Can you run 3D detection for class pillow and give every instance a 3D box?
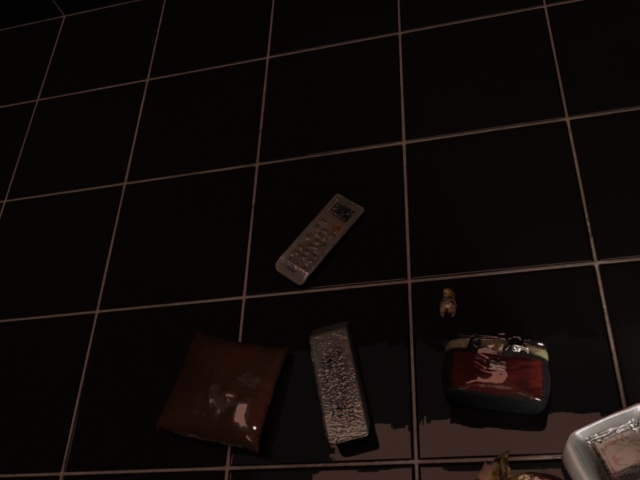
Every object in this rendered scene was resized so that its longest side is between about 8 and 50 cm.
[{"bbox_3d":[-0.262,0.401,1.893,0.307,0.108,0.306,7,57,19],"label":"pillow"}]

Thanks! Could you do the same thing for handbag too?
[{"bbox_3d":[0.425,0.309,1.684,0.254,0.181,0.182,2,62,16],"label":"handbag"}]

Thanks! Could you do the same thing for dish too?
[{"bbox_3d":[0.666,0.481,1.568,0.234,0.064,0.154,-23,55,2],"label":"dish"}]

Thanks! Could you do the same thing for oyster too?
[{"bbox_3d":[0.395,0.597,1.575,0.071,0.133,0.209,17,50,-15],"label":"oyster"}]

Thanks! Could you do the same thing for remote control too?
[{"bbox_3d":[0.000,0.000,2.091,0.109,0.055,0.313,32,68,25],"label":"remote control"}]

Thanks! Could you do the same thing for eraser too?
[{"bbox_3d":[0.047,0.366,1.831,0.111,0.077,0.353,-17,56,8],"label":"eraser"}]

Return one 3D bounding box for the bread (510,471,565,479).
[{"bbox_3d":[0.475,0.565,1.416,0.187,0.338,0.155,9,69,23],"label":"bread"}]

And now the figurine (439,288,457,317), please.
[{"bbox_3d":[0.345,0.164,1.877,0.047,0.051,0.083,-1,59,11],"label":"figurine"}]
